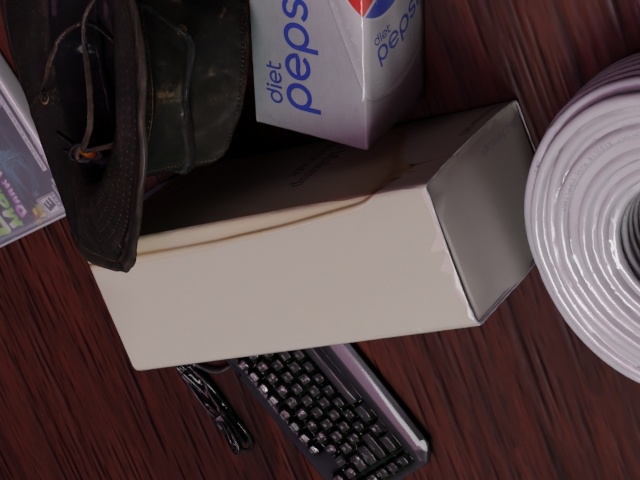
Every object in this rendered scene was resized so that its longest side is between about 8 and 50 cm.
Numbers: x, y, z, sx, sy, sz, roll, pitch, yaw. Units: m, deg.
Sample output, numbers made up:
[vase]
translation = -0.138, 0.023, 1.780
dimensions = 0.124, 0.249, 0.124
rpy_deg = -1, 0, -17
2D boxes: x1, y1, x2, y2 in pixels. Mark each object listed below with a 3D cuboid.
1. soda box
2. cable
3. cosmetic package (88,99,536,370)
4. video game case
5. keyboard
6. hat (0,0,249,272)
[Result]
[soda box]
translation = 0.010, -0.213, 1.370
dimensions = 0.098, 0.091, 0.286
rpy_deg = 16, 127, 26
[cable]
translation = 0.261, -0.007, 1.326
dimensions = 0.257, 0.089, 0.257
rpy_deg = 6, 122, 32
[cosmetic package]
translation = 0.000, 0.000, 1.457
dimensions = 0.309, 0.160, 0.113
rpy_deg = -11, 109, 34
[video game case]
translation = -0.304, -0.086, 1.726
dimensions = 0.173, 0.022, 0.190
rpy_deg = -22, 104, 43
[keyboard]
translation = -0.063, 0.098, 1.670
dimensions = 0.317, 0.033, 0.201
rpy_deg = 51, 134, -2
[hat]
translation = -0.125, -0.146, 1.408
dimensions = 0.331, 0.134, 0.331
rpy_deg = 168, 90, -71
